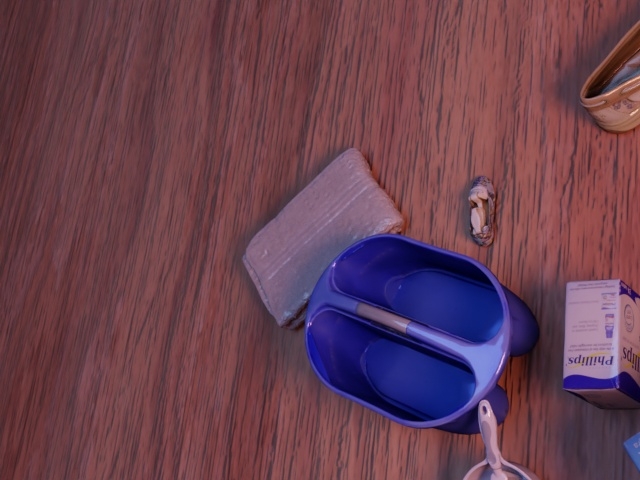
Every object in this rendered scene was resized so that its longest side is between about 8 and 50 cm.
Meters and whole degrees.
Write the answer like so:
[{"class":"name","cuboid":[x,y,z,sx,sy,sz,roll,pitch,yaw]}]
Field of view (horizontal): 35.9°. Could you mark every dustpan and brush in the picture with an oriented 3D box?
[{"class":"dustpan and brush","cuboid":[0.228,0.303,1.246,0.147,0.060,0.211,-7,88,36]}]

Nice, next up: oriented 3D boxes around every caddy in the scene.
[{"class":"caddy","cuboid":[0.129,0.128,1.371,0.341,0.179,0.241,18,82,43]}]

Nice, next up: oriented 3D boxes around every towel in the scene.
[{"class":"towel","cuboid":[0.000,0.000,1.623,0.282,0.049,0.187,-42,52,16]}]

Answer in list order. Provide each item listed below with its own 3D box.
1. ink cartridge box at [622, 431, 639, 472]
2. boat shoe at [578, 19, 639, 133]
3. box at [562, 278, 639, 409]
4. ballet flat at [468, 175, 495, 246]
[{"class":"ink cartridge box","cuboid":[0.469,0.314,0.981,0.129,0.223,0.307,-40,51,20]},{"class":"boat shoe","cuboid":[0.469,-0.270,1.327,0.285,0.089,0.104,-51,48,10]},{"class":"box","cuboid":[0.357,0.130,1.220,0.072,0.126,0.137,-6,68,35]},{"class":"ballet flat","cuboid":[0.236,-0.049,1.456,0.041,0.041,0.114,-15,62,34]}]
